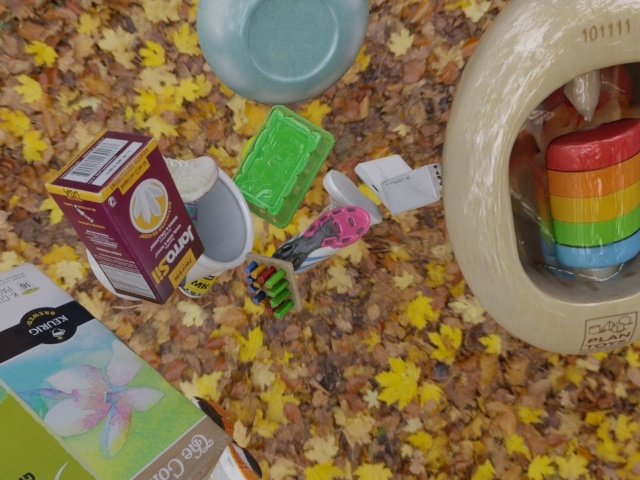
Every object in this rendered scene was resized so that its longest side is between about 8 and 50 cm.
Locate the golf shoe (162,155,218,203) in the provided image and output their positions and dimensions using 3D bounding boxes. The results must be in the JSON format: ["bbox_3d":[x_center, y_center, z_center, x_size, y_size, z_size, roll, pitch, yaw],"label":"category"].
[{"bbox_3d":[-0.337,-0.141,1.212,0.115,0.306,0.140,12,124,26],"label":"golf shoe"}]

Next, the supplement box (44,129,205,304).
[{"bbox_3d":[-0.224,-0.024,0.659,0.081,0.188,0.104,11,50,23],"label":"supplement box"}]

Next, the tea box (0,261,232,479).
[{"bbox_3d":[-0.326,0.236,0.507,0.324,0.329,0.220,36,121,13],"label":"tea box"}]

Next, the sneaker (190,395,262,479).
[{"bbox_3d":[-0.238,0.451,1.175,0.121,0.262,0.099,-48,137,3],"label":"sneaker"}]

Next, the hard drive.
[{"bbox_3d":[0.268,-0.215,1.981,0.203,0.308,0.040,50,123,12],"label":"hard drive"}]

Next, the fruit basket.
[{"bbox_3d":[-0.151,-0.256,1.847,0.283,0.392,0.392,30,90,-1],"label":"fruit basket"}]

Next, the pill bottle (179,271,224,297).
[{"bbox_3d":[-0.394,0.095,1.865,0.119,0.119,0.208,40,126,-6],"label":"pill bottle"}]

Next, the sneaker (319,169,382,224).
[{"bbox_3d":[0.053,-0.101,1.709,0.169,0.292,0.108,-21,54,26],"label":"sneaker"}]

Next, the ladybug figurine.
[{"bbox_3d":[0.279,-0.069,0.590,0.305,0.162,0.449,-11,120,6],"label":"ladybug figurine"}]

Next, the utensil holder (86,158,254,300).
[{"bbox_3d":[-0.447,-0.018,1.626,0.386,0.328,0.327,-21,95,30],"label":"utensil holder"}]

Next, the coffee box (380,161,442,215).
[{"bbox_3d":[0.352,-0.179,1.775,0.168,0.297,0.118,-18,91,39],"label":"coffee box"}]

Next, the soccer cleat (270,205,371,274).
[{"bbox_3d":[0.000,0.000,1.608,0.331,0.143,0.116,-29,81,10],"label":"soccer cleat"}]

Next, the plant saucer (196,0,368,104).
[{"bbox_3d":[-0.034,-0.228,0.595,0.195,0.037,0.194,-11,133,-12],"label":"plant saucer"}]

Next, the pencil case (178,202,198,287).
[{"bbox_3d":[-0.257,0.005,0.956,0.065,0.070,0.151,10,91,-47],"label":"pencil case"}]

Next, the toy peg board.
[{"bbox_3d":[-0.148,0.131,1.515,0.079,0.161,0.161,-41,132,-42],"label":"toy peg board"}]
